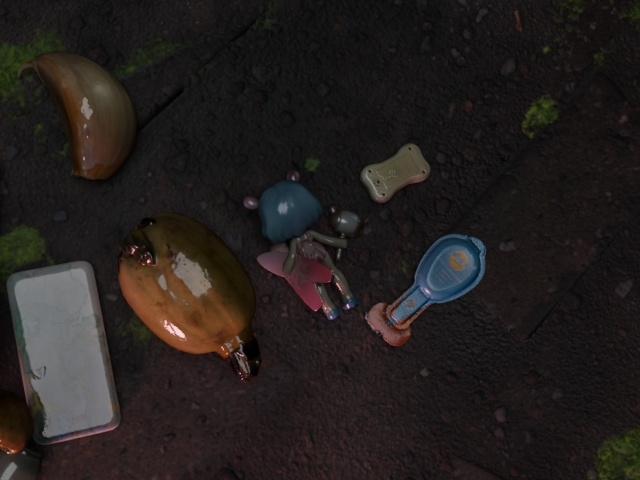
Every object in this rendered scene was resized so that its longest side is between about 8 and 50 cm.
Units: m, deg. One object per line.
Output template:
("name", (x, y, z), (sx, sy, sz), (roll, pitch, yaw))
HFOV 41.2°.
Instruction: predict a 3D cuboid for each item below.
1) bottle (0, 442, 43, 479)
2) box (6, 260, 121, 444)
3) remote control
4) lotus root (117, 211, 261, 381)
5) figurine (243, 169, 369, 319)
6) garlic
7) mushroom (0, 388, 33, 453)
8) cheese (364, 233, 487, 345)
("bottle", (-0.533, 0.430, 1.332), (0.096, 0.079, 0.253), (27, 80, 21))
("box", (-0.423, 0.182, 1.401), (0.142, 0.044, 0.285), (-11, 83, -13))
("remote control", (0.133, -0.120, 1.518), (0.122, 0.032, 0.074), (-29, 86, -10))
("lotus root", (-0.196, 0.095, 1.378), (0.183, 0.183, 0.310), (-42, 90, -11))
("figurine", (-0.003, 0.003, 1.449), (0.205, 0.103, 0.260), (-30, 96, -9))
("garlic", (-0.403, -0.223, 1.432), (0.164, 0.145, 0.245), (-31, 83, 21))
("mushroom", (-0.610, 0.311, 1.298), (0.350, 0.128, 0.128), (-16, 83, 6))
("cheese", (0.192, 0.081, 1.494), (0.256, 0.037, 0.106), (-40, 87, -9))
